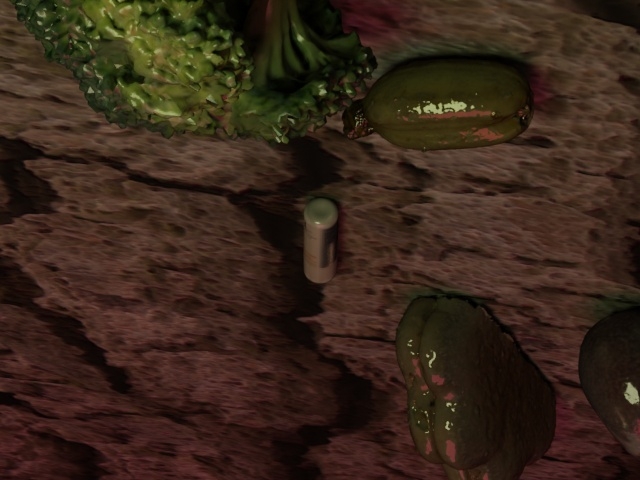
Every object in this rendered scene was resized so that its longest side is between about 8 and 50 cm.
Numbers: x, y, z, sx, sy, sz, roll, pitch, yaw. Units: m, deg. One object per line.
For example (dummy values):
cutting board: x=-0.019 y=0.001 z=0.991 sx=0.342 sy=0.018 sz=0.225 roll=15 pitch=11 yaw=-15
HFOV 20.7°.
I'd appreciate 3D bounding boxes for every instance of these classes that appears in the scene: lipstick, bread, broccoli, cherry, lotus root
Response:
lipstick: x=0.000 y=0.000 z=1.965 sx=0.040 sy=0.040 sz=0.141 roll=8 pitch=151 yaw=4
bread: x=0.187 y=0.210 z=2.153 sx=0.102 sy=0.183 sz=0.337 roll=1 pitch=151 yaw=34
broccoli: x=-0.093 y=-0.199 z=1.398 sx=0.302 sy=0.249 sz=0.375 roll=-14 pitch=139 yaw=43
cherry: x=0.374 y=0.162 z=2.011 sx=0.140 sy=0.176 sz=0.176 roll=-31 pitch=137 yaw=16
lotus root: x=0.109 y=-0.128 z=1.643 sx=0.183 sy=0.077 sz=0.090 roll=-3 pitch=143 yaw=19
